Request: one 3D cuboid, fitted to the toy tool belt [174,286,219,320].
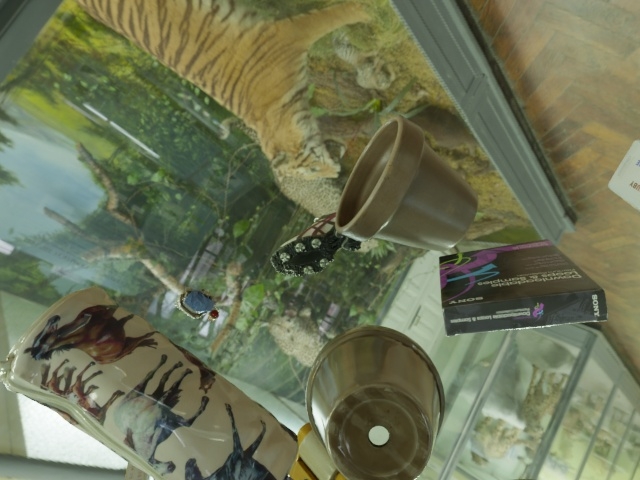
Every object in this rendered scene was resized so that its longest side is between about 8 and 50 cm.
[{"bbox_3d":[-0.209,0.111,0.755,0.083,0.052,0.051,31,129,-20],"label":"toy tool belt"}]

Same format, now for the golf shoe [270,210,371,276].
[{"bbox_3d":[0.000,0.000,1.072,0.120,0.272,0.105,-129,19,-57],"label":"golf shoe"}]

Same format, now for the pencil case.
[{"bbox_3d":[-0.221,0.239,0.590,0.410,0.160,0.183,39,-158,-6],"label":"pencil case"}]

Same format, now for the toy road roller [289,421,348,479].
[{"bbox_3d":[0.040,0.689,1.247,0.240,0.330,0.202,-1,-156,-43],"label":"toy road roller"}]

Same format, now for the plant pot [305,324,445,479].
[{"bbox_3d":[0.115,0.359,0.890,0.323,0.323,0.280,28,180,6],"label":"plant pot"}]

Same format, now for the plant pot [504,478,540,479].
[{"bbox_3d":[0.168,0.232,0.314,0.081,0.083,0.082,-91,-15,-75],"label":"plant pot"}]

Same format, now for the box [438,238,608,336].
[{"bbox_3d":[0.170,0.038,0.395,0.116,0.029,0.162,-10,-169,16],"label":"box"}]

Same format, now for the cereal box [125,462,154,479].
[{"bbox_3d":[-0.367,0.587,0.858,0.047,0.173,0.240,-3,-149,-15],"label":"cereal box"}]

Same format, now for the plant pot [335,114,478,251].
[{"bbox_3d":[0.188,-0.087,0.885,0.229,0.263,0.263,26,172,-11],"label":"plant pot"}]

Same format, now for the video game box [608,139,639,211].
[{"bbox_3d":[0.308,0.013,0.241,0.205,0.048,0.187,19,-155,2],"label":"video game box"}]
